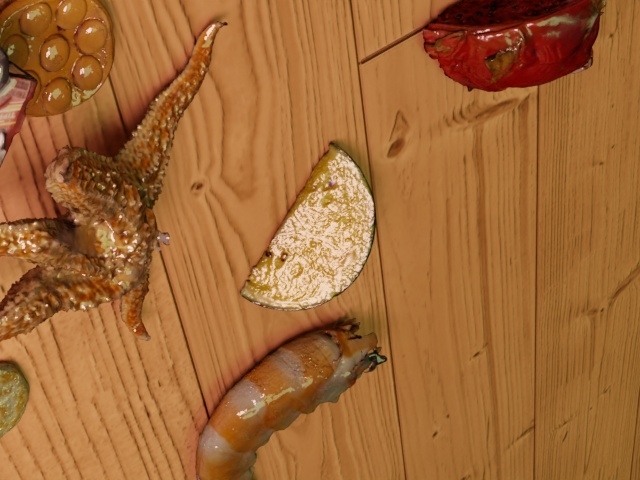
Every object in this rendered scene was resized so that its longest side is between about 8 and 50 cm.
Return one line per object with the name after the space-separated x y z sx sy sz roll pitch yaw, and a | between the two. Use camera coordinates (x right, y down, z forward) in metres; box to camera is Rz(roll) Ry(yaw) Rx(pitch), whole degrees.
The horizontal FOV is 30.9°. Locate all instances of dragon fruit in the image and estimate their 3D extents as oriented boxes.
0.194 -0.190 1.168 0.161 0.127 0.120 -30 129 -26 | dragon fruit

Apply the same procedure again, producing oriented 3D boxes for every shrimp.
-0.056 0.217 1.272 0.185 0.068 0.287 2 119 -43 | shrimp

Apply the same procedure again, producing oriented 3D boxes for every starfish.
-0.173 -0.019 0.893 0.293 0.084 0.301 -25 142 -64 | starfish

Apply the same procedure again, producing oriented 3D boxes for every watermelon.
0.008 0.006 1.166 0.092 0.075 0.181 26 101 -47 | watermelon

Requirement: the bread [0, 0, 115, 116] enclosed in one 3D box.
-0.204 -0.143 0.883 0.110 0.024 0.110 -24 133 -29 | bread

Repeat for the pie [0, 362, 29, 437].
-0.294 0.143 1.020 0.085 0.017 0.085 -24 132 -29 | pie

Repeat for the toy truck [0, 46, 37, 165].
-0.323 -0.100 0.730 0.270 0.114 0.135 11 107 -48 | toy truck
